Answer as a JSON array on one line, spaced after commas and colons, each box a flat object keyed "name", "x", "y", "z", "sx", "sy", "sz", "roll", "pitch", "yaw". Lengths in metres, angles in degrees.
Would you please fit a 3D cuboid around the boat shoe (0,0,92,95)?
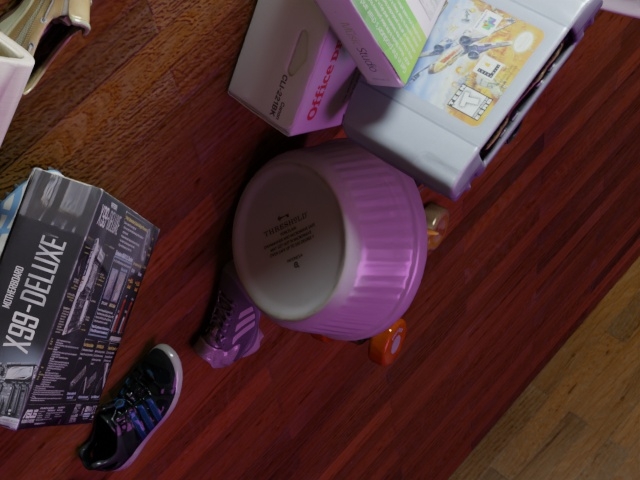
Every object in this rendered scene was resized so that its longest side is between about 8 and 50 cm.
[{"name": "boat shoe", "x": -0.240, "y": -0.218, "z": 1.237, "sx": 0.190, "sy": 0.072, "sz": 0.068, "roll": -56, "pitch": 155, "yaw": 2}]

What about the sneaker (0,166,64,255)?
[{"name": "sneaker", "x": -0.325, "y": 0.034, "z": 1.390, "sx": 0.237, "sy": 0.086, "sz": 0.085, "roll": -60, "pitch": 153, "yaw": 8}]

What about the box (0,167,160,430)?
[{"name": "box", "x": -0.266, "y": 0.070, "z": 1.371, "sx": 0.307, "sy": 0.076, "sz": 0.242, "roll": 58, "pitch": 51, "yaw": -83}]

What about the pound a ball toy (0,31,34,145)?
[{"name": "pound a ball toy", "x": -0.340, "y": -0.024, "z": 1.145, "sx": 0.136, "sy": 0.208, "sz": 0.319, "roll": -5, "pitch": 125, "yaw": -59}]

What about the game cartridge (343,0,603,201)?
[{"name": "game cartridge", "x": 0.168, "y": -0.209, "z": 1.546, "sx": 0.297, "sy": 0.198, "sz": 0.062, "roll": -53, "pitch": 155, "yaw": -7}]

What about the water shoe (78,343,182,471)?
[{"name": "water shoe", "x": -0.255, "y": 0.233, "z": 1.775, "sx": 0.080, "sy": 0.073, "sz": 0.203, "roll": 2, "pitch": 119, "yaw": -59}]

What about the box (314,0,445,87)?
[{"name": "box", "x": 0.089, "y": -0.368, "z": 1.479, "sx": 0.232, "sy": 0.058, "sz": 0.322, "roll": 52, "pitch": 55, "yaw": -46}]

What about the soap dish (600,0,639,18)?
[{"name": "soap dish", "x": 0.445, "y": -0.472, "z": 1.974, "sx": 0.291, "sy": 0.229, "sz": 0.118, "roll": 73, "pitch": 38, "yaw": -59}]

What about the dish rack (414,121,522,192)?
[{"name": "dish rack", "x": 0.221, "y": -0.176, "z": 2.105, "sx": 0.271, "sy": 0.074, "sz": 0.208, "roll": -43, "pitch": 152, "yaw": -23}]

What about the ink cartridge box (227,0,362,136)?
[{"name": "ink cartridge box", "x": 0.033, "y": -0.254, "z": 1.626, "sx": 0.273, "sy": 0.114, "sz": 0.197, "roll": -19, "pitch": 137, "yaw": -52}]

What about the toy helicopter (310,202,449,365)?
[{"name": "toy helicopter", "x": 0.123, "y": 0.025, "z": 2.166, "sx": 0.355, "sy": 0.140, "sz": 0.235, "roll": -43, "pitch": 146, "yaw": -47}]

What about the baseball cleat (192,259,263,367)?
[{"name": "baseball cleat", "x": -0.131, "y": 0.116, "z": 1.853, "sx": 0.109, "sy": 0.072, "sz": 0.206, "roll": -35, "pitch": 146, "yaw": -23}]

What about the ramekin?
[{"name": "ramekin", "x": 0.000, "y": 0.000, "z": 1.727, "sx": 0.127, "sy": 0.273, "sz": 0.273, "roll": -2, "pitch": 124, "yaw": -47}]
